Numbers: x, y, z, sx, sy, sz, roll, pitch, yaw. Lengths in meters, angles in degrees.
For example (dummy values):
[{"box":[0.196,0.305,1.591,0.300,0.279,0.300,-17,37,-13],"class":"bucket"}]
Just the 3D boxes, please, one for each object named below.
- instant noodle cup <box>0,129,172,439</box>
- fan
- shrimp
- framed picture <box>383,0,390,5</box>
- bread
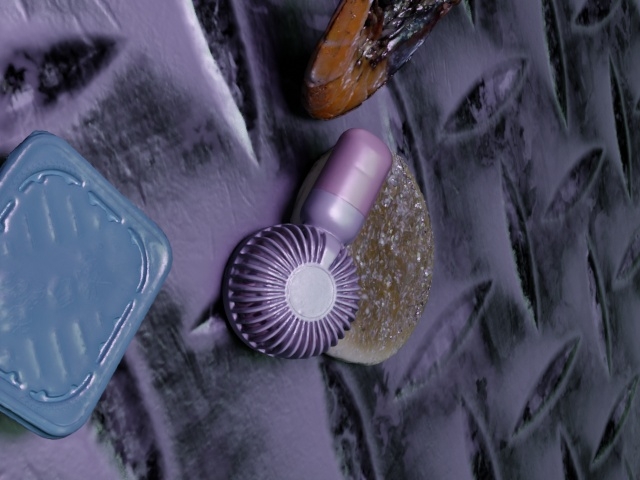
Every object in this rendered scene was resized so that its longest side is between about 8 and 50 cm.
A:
[{"box":[-0.204,0.031,0.599,0.157,0.070,0.179,50,54,-38],"class":"instant noodle cup"},{"box":[0.000,0.000,0.820,0.130,0.074,0.244,35,72,-23],"class":"fan"},{"box":[0.081,-0.247,0.860,0.290,0.054,0.222,-43,163,-27],"class":"shrimp"},{"box":[0.069,-0.378,0.879,0.315,0.024,0.232,1,96,-71],"class":"framed picture"},{"box":[0.058,0.014,0.953,0.267,0.040,0.267,0,90,-52],"class":"bread"}]
